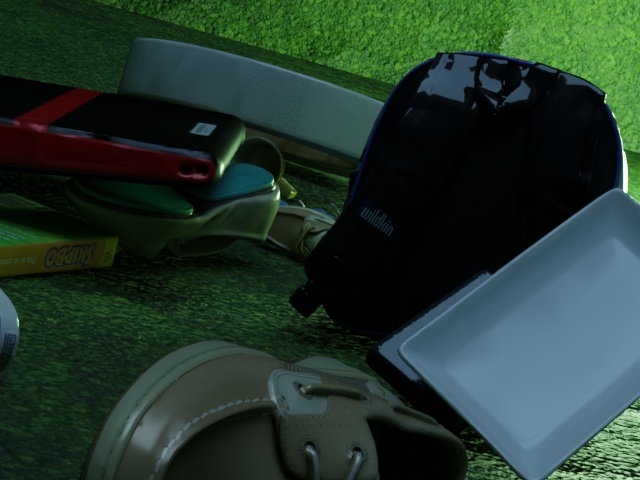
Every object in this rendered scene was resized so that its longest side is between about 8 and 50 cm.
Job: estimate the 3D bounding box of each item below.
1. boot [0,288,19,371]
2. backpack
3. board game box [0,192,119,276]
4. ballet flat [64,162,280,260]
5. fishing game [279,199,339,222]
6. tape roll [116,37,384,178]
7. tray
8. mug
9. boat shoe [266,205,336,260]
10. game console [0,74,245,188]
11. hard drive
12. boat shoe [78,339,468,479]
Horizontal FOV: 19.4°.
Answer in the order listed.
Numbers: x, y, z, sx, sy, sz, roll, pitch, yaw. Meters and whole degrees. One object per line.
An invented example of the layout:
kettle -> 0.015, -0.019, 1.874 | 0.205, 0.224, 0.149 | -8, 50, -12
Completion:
boot -> -0.278, 0.029, 1.282 | 0.086, 0.069, 0.190 | 11, 14, -35
backpack -> 0.147, -0.023, 1.612 | 0.276, 0.263, 0.213 | 17, 2, 8
board game box -> -0.289, -0.005, 1.519 | 0.124, 0.039, 0.259 | 21, 10, 27
ballet flat -> -0.134, -0.019, 1.689 | 0.248, 0.086, 0.086 | -4, 22, -46
fishing game -> 0.012, -0.015, 1.954 | 0.264, 0.041, 0.189 | 22, 13, 21
tape roll -> -0.046, -0.144, 2.196 | 0.392, 0.072, 0.392 | 17, -2, 0
tray -> 0.193, 0.072, 1.435 | 0.270, 0.030, 0.145 | -34, 69, -33
mug -> -0.066, -0.079, 2.142 | 0.062, 0.078, 0.064 | -16, -2, 9
boat shoe -> 0.000, 0.000, 1.839 | 0.135, 0.050, 0.045 | 18, 6, 11
game console -> -0.247, -0.099, 1.709 | 0.342, 0.060, 0.386 | 10, 9, -1
hard drive -> 0.114, 0.085, 1.446 | 0.135, 0.022, 0.094 | -32, 61, -34
boat shoe -> -0.015, 0.126, 1.050 | 0.110, 0.122, 0.341 | 20, 11, 24
